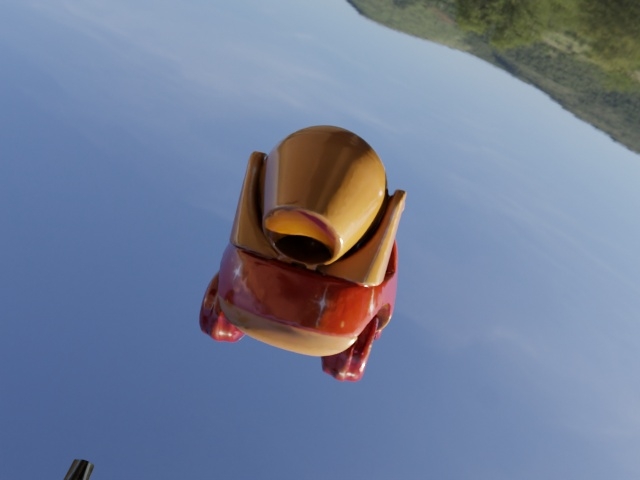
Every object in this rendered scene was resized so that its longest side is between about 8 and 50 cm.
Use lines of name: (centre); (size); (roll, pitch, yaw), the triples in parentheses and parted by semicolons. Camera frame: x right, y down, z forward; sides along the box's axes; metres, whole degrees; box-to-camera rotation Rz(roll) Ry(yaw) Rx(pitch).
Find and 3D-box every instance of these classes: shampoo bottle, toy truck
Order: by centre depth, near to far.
toy truck: (0.000, 0.000, 0.582); (0.189, 0.239, 0.265); (17, -167, 7)
shampoo bottle: (-0.394, 0.408, 0.848); (0.048, 0.027, 0.137); (24, -133, -10)
